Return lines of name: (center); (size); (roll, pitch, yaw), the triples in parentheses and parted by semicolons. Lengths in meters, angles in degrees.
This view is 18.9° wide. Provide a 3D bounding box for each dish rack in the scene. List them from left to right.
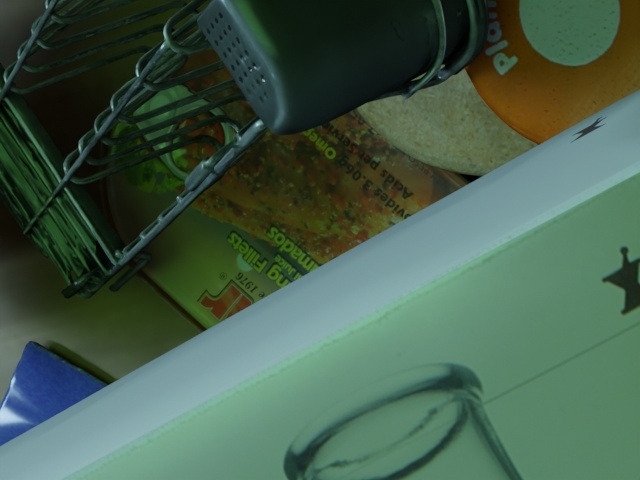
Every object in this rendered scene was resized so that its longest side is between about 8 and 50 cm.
dish rack: (-0.079, -0.092, 0.614); (0.208, 0.074, 0.271); (57, 154, 2)

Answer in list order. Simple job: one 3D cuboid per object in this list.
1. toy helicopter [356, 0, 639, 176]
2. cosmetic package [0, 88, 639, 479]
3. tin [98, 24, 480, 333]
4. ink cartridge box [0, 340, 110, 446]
toy helicopter: (0.042, -0.196, 0.594); (0.235, 0.140, 0.355); (5, 104, 40)
cosmetic package: (0.001, 0.172, 0.533); (0.377, 0.097, 0.284); (-30, 97, 17)
tin: (0.000, 0.000, 0.688); (0.189, 0.040, 0.106); (41, 102, 23)
ink cartridge box: (-0.069, 0.239, 0.696); (0.303, 0.072, 0.307); (27, 102, 25)
